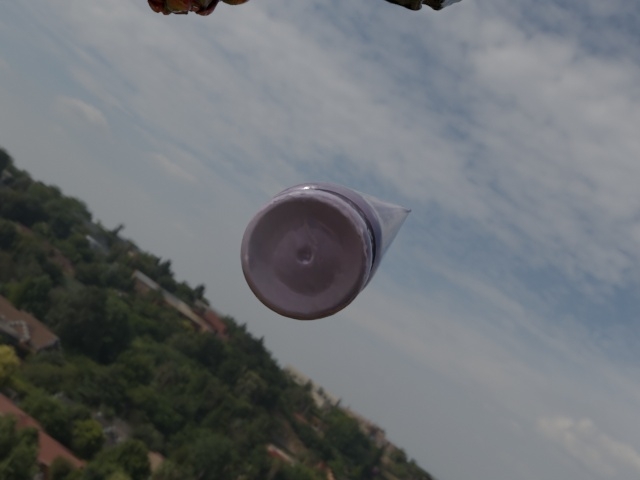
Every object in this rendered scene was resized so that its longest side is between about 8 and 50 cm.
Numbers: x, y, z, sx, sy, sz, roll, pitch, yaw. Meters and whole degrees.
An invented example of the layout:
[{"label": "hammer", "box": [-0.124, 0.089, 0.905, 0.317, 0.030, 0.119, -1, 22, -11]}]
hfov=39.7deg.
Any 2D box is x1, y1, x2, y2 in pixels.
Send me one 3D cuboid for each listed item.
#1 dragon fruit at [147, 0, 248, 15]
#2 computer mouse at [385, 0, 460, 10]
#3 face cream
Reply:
[{"label": "dragon fruit", "box": [-0.138, -0.304, 0.943, 0.207, 0.133, 0.150, 40, -14, 36]}, {"label": "computer mouse", "box": [0.082, -0.197, 0.434, 0.217, 0.121, 0.074, 114, -34, -55]}, {"label": "face cream", "box": [0.000, 0.000, 0.727, 0.274, 0.154, 0.096, -39, 111, -83]}]
